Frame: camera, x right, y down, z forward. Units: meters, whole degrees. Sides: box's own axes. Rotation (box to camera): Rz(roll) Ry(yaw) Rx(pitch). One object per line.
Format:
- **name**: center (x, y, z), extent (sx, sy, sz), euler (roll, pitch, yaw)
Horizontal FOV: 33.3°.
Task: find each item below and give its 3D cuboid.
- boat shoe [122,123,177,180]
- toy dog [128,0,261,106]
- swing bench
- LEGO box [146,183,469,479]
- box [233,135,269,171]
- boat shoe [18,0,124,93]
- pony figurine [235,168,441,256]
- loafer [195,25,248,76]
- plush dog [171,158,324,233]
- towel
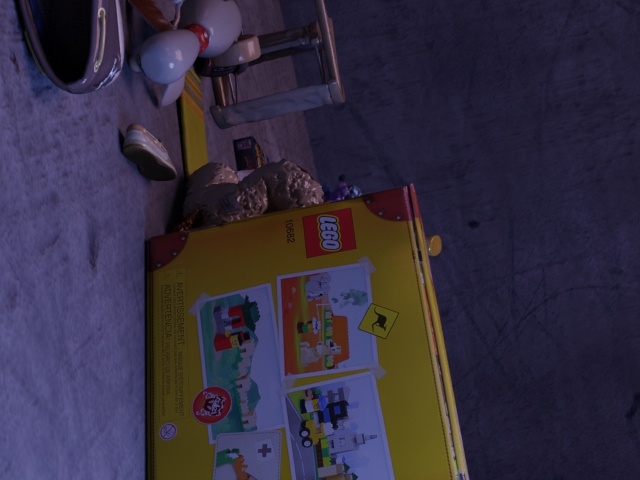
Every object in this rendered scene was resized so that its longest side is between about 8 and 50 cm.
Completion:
- **boat shoe**: center (-0.232, -0.120, 1.474), extent (0.135, 0.050, 0.045), euler (60, 25, -70)
- **toy dog**: center (-0.223, -0.321, 1.656), extent (0.333, 0.160, 0.220), euler (-10, 92, -69)
- **swing bench**: center (-0.093, -0.354, 2.162), extent (0.165, 0.253, 0.255), euler (62, 19, -68)
- **LEGO box**: center (-0.016, 0.208, 1.363), extent (0.193, 0.372, 0.500), euler (70, 12, -55)
- **box**: center (-0.131, -0.087, 2.288), extent (0.159, 0.044, 0.233), euler (55, 25, -74)
- **boat shoe**: center (-0.281, -0.318, 1.143), extent (0.097, 0.116, 0.325), euler (-85, 169, -77)
- **pony figurine**: center (0.000, 0.000, 2.050), extent (0.351, 0.363, 0.303), euler (-20, 108, -56)
- **loafer**: center (-0.217, -0.453, 1.996), extent (0.109, 0.095, 0.303), euler (2, -71, 62)
- **plush dog**: center (-0.117, 0.015, 1.664), extent (0.210, 0.262, 0.225), euler (-49, 125, -38)
- **towel**: center (-0.222, -0.194, 1.830), extent (0.102, 0.021, 0.237), euler (50, 30, -65)
